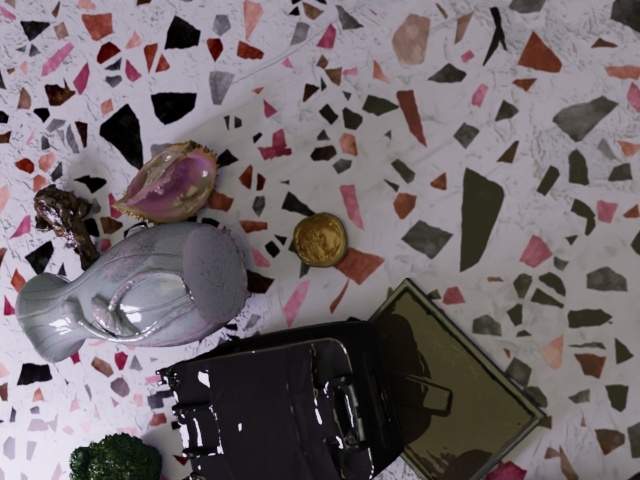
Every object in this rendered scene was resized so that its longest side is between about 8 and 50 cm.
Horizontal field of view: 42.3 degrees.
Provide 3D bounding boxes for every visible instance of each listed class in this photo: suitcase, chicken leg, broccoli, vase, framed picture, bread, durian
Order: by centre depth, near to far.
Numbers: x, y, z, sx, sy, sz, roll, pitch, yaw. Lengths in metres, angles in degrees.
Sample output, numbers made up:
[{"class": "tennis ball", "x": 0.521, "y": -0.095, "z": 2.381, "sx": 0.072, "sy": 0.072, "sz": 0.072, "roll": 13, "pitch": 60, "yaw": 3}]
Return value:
[{"class": "suitcase", "x": -0.067, "y": 0.306, "z": 1.464, "sx": 0.433, "sy": 0.194, "sz": 0.283, "roll": -14, "pitch": 89, "yaw": 30}, {"class": "framed picture", "x": 0.192, "y": 0.270, "z": 1.466, "sx": 0.335, "sy": 0.022, "sz": 0.247, "roll": 45, "pitch": 106, "yaw": 15}, {"class": "bread", "x": 0.000, "y": 0.000, "z": 1.541, "sx": 0.110, "sy": 0.024, "sz": 0.110, "roll": 0, "pitch": 91, "yaw": 23}, {"class": "vase", "x": -0.372, "y": 0.109, "z": 1.584, "sx": 0.445, "sy": 0.250, "sz": 0.250, "roll": -15, "pitch": 85, "yaw": 27}, {"class": "durian", "x": -0.295, "y": -0.112, "z": 1.605, "sx": 0.165, "sy": 0.132, "sz": 0.182, "roll": 22, "pitch": 87, "yaw": 9}, {"class": "broccoli", "x": -0.404, "y": 0.472, "z": 1.638, "sx": 0.156, "sy": 0.195, "sz": 0.196, "roll": -15, "pitch": 84, "yaw": 41}, {"class": "chicken leg", "x": -0.522, "y": -0.033, "z": 1.731, "sx": 0.196, "sy": 0.080, "sz": 0.125, "roll": 36, "pitch": 113, "yaw": 10}]

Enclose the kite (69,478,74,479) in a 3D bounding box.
[{"class": "kite", "x": -0.488, "y": 0.589, "z": 1.750, "sx": 0.244, "sy": 0.006, "sz": 0.198, "roll": -23, "pitch": 81, "yaw": 20}]
